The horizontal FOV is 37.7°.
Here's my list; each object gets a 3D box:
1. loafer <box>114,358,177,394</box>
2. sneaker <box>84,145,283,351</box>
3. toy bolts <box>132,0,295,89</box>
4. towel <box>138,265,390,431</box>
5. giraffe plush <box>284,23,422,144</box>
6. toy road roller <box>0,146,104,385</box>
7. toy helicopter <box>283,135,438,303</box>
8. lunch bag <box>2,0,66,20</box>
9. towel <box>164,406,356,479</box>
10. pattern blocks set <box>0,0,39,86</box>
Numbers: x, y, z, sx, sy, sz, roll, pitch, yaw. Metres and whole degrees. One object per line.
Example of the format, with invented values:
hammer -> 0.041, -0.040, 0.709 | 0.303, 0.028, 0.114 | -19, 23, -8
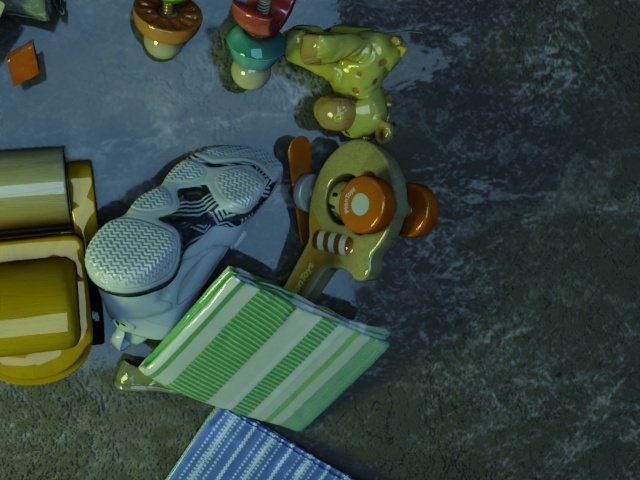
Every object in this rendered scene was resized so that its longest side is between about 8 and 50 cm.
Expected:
loafer -> -0.247, 0.209, 1.464 | 0.148, 0.056, 0.050 | 0, 103, -13
sneaker -> -0.197, 0.011, 1.409 | 0.137, 0.210, 0.366 | 31, 49, 22
toy bolts -> -0.140, -0.333, 1.391 | 0.229, 0.158, 0.218 | 32, 48, 14
towel -> -0.077, 0.172, 1.413 | 0.325, 0.038, 0.248 | 25, 118, -37
giraffe plush -> 0.047, -0.235, 1.429 | 0.210, 0.181, 0.170 | 2, 108, 0
toy road roller -> -0.408, 0.039, 1.310 | 0.203, 0.240, 0.329 | -6, 98, -13
toy helicopter -> 0.000, 0.000, 1.441 | 0.140, 0.235, 0.355 | 3, 125, -49
lunch bag -> -0.493, -0.430, 1.251 | 0.305, 0.212, 0.256 | 4, 119, -14
towel -> -0.094, 0.440, 1.545 | 0.336, 0.040, 0.243 | 34, 90, -13
pattern blocks set -> -0.518, -0.276, 1.245 | 0.285, 0.026, 0.325 | 26, 122, -34
